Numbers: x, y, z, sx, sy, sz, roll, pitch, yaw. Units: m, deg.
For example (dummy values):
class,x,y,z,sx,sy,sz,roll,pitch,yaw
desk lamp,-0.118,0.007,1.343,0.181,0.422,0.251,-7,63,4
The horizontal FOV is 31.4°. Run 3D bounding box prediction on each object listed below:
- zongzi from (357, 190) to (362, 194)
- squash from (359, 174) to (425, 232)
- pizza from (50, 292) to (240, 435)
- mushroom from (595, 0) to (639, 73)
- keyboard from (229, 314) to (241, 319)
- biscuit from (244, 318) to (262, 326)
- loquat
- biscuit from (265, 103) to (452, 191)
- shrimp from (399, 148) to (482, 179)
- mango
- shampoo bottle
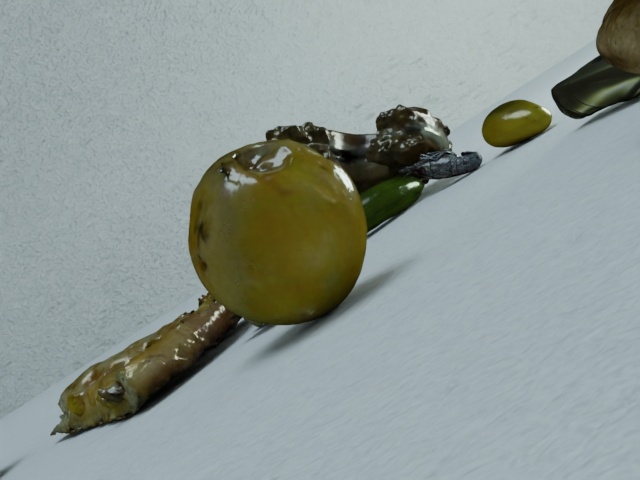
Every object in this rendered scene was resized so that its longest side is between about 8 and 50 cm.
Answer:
class,x,y,z,sx,sy,sz,roll,pitch,yaw
zongzi,0.014,-0.103,2.500,0.286,0.134,0.288,-3,22,13
squash,0.097,-0.059,2.112,0.318,0.071,0.080,-34,-5,-35
pizza,-0.247,0.169,1.858,0.392,0.080,0.435,-37,8,-32
mushroom,0.417,-0.235,1.178,0.278,0.146,0.278,-12,15,3
keyboard,-0.063,0.071,1.727,0.074,0.015,0.196,-34,2,36
biscuit,-0.039,0.084,1.700,0.176,0.031,0.228,-33,4,5
loquat,-0.054,-0.004,1.442,0.244,0.244,0.244,-32,4,2
biscuit,0.093,-0.175,2.268,0.366,0.115,0.268,-2,-13,27
shrimp,0.217,-0.139,2.093,0.165,0.057,0.065,2,28,33
mango,0.349,-0.209,2.016,0.103,0.076,0.161,-27,10,-21
shampoo bottle,0.468,-0.259,1.585,0.125,0.084,0.350,-32,2,-36
